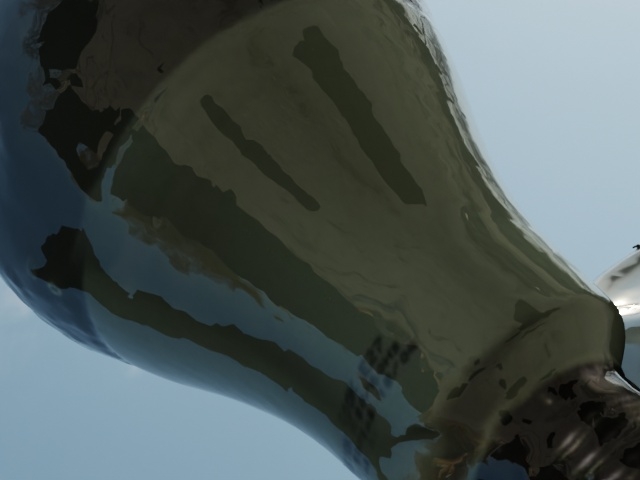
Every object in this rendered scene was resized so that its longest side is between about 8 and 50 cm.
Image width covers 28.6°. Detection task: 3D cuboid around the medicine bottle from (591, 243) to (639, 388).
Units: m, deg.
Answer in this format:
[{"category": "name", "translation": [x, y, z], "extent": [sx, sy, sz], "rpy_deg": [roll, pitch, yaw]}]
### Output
[{"category": "medicine bottle", "translation": [0.212, 0.114, 0.517], "extent": [0.144, 0.144, 0.252], "rpy_deg": [-30, -82, -39]}]

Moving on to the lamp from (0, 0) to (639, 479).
[{"category": "lamp", "translation": [-0.011, 0.009, 0.428], "extent": [0.182, 0.182, 0.314], "rpy_deg": [-8, -123, -39]}]
